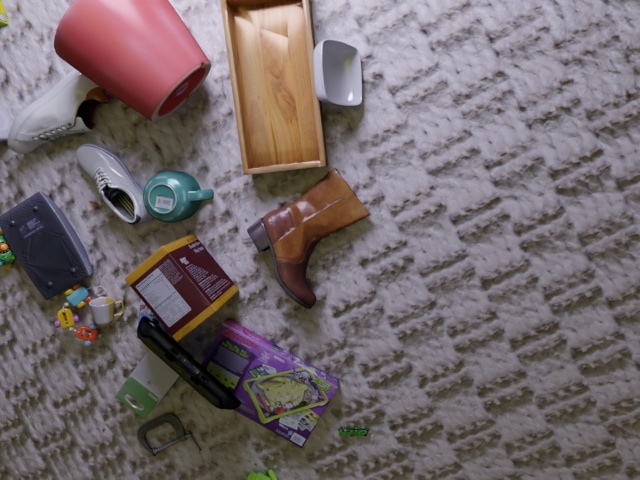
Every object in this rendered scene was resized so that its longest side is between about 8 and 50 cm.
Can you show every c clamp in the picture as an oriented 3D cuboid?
[{"bbox_3d":[-0.436,0.561,1.389,0.160,0.022,0.137,-22,96,10],"label":"c clamp"}]

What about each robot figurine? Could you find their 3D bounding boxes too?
[{"bbox_3d":[-0.156,0.684,1.350,0.115,0.067,0.101,30,93,1],"label":"robot figurine"}]

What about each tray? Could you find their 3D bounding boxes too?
[{"bbox_3d":[-0.105,-0.373,1.170,0.202,0.076,0.411,-5,99,8],"label":"tray"}]

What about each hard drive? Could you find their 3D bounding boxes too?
[{"bbox_3d":[-0.732,0.013,1.320,0.172,0.054,0.255,-29,94,11],"label":"hard drive"}]

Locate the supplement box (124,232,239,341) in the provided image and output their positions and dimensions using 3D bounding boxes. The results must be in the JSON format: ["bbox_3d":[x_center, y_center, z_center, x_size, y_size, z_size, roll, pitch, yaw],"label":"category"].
[{"bbox_3d":[-0.334,0.108,1.215,0.129,0.191,0.194,-38,94,11],"label":"supplement box"}]

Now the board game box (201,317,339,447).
[{"bbox_3d":[-0.149,0.380,1.312,0.346,0.056,0.208,30,106,2],"label":"board game box"}]

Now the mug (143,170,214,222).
[{"bbox_3d":[-0.365,-0.116,1.230,0.157,0.097,0.129,-36,93,12],"label":"mug"}]

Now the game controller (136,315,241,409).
[{"bbox_3d":[-0.324,0.303,1.213,0.319,0.166,0.067,44,60,-6],"label":"game controller"}]

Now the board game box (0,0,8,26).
[{"bbox_3d":[-0.901,-0.579,1.250,0.181,0.043,0.092,-11,98,9],"label":"board game box"}]

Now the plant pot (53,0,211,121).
[{"bbox_3d":[-0.402,-0.424,1.116,0.275,0.275,0.243,-44,100,12],"label":"plant pot"}]

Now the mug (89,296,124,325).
[{"bbox_3d":[-0.575,0.192,1.319,0.078,0.062,0.064,-1,105,-3],"label":"mug"}]

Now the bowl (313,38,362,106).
[{"bbox_3d":[0.033,-0.378,1.128,0.053,0.142,0.142,1,97,41],"label":"bowl"}]

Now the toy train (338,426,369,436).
[{"bbox_3d":[0.088,0.514,1.318,0.083,0.017,0.024,0,109,7],"label":"toy train"}]

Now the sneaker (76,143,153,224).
[{"bbox_3d":[-0.528,-0.147,1.249,0.258,0.091,0.094,45,102,-2],"label":"sneaker"}]

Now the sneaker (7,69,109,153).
[{"bbox_3d":[-0.656,-0.295,1.234,0.290,0.106,0.123,-39,90,10],"label":"sneaker"}]

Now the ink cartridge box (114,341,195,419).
[{"bbox_3d":[-0.451,0.370,1.338,0.109,0.062,0.209,38,102,-1],"label":"ink cartridge box"}]

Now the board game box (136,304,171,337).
[{"bbox_3d":[-0.442,0.215,1.315,0.090,0.020,0.090,-4,70,7],"label":"board game box"}]

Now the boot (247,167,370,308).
[{"bbox_3d":[0.000,0.000,1.227,0.280,0.096,0.264,-32,86,4],"label":"boot"}]

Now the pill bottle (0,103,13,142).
[{"bbox_3d":[-0.921,-0.279,1.263,0.216,0.121,0.121,-18,96,10],"label":"pill bottle"}]

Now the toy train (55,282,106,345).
[{"bbox_3d":[-0.651,0.197,1.348,0.125,0.046,0.166,13,91,-22],"label":"toy train"}]

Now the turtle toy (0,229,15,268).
[{"bbox_3d":[-0.889,0.022,1.335,0.130,0.066,0.095,25,101,2],"label":"turtle toy"}]
